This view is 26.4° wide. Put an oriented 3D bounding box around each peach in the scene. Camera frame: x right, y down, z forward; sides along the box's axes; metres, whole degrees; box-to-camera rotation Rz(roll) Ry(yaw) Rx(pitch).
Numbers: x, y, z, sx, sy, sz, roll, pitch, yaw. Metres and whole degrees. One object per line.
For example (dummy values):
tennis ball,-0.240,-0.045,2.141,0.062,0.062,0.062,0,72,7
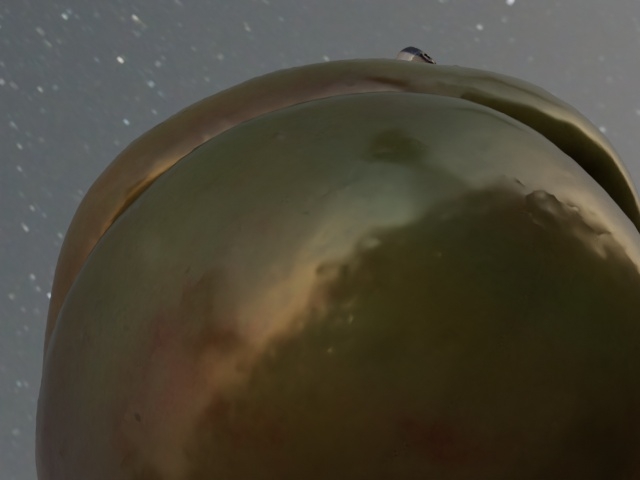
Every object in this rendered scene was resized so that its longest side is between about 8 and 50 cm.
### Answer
peach,0.012,0.054,0.587,0.247,0.292,0.292,42,-90,-22

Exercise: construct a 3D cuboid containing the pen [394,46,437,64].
pen,-0.001,0.000,0.838,0.033,0.033,0.269,37,-101,-44
